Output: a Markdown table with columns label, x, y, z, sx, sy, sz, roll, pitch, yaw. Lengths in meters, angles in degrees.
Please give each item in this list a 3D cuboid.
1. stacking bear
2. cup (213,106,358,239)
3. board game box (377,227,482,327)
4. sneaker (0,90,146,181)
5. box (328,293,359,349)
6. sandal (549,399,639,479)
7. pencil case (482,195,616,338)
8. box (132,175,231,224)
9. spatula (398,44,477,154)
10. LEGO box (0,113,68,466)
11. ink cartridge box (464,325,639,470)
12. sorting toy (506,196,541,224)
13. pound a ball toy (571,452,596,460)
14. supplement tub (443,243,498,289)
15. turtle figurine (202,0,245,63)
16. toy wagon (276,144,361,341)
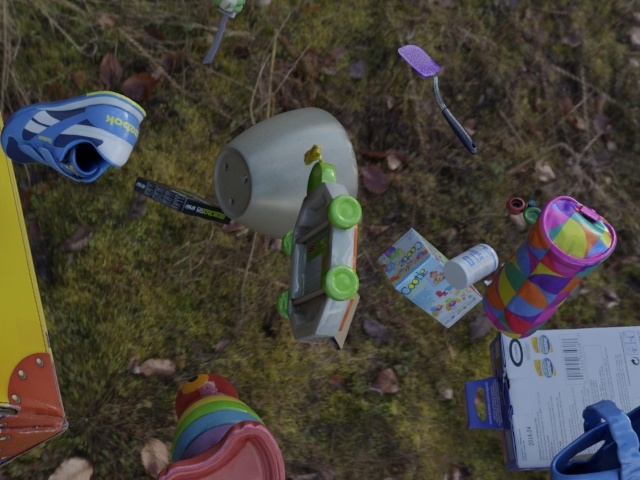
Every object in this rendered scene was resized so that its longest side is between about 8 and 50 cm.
| label | x | y | z | sx | sy | sz | roll | pitch | yaw |
| --- | --- | --- | --- | --- | --- | --- | --- | --- | --- |
| stacking bear | -0.164 | 0.309 | 1.074 | 0.175 | 0.289 | 0.164 | -30 | 113 | -7 |
| cup | -0.110 | -0.143 | 1.599 | 0.237 | 0.331 | 0.331 | -9 | 79 | -38 |
| board game box | 0.321 | 0.113 | 1.996 | 0.144 | 0.142 | 0.275 | -43 | 127 | 13 |
| sneaker | -0.209 | -0.078 | 0.555 | 0.053 | 0.144 | 0.059 | 31 | 56 | -55 |
| box | 0.029 | 0.134 | 1.609 | 0.164 | 0.021 | 0.201 | 59 | 28 | -21 |
| sandal | 0.348 | 0.324 | 0.903 | 0.138 | 0.126 | 0.317 | 30 | 100 | -24 |
| pencil case | 0.288 | 0.041 | 0.885 | 0.104 | 0.236 | 0.104 | 3 | 61 | -6 |
| box | -0.347 | -0.101 | 1.735 | 0.184 | 0.190 | 0.045 | 19 | 94 | -56 |
| spatula | 0.279 | -0.324 | 1.563 | 0.084 | 0.030 | 0.296 | -33 | 93 | -42 |
| LEGO box | -0.433 | -0.065 | 0.510 | 0.193 | 0.372 | 0.500 | -28 | 64 | 11 |
| ink cartridge box | 0.498 | 0.318 | 1.370 | 0.395 | 0.151 | 0.270 | -3 | 68 | 3 |
| sorting toy | 0.517 | -0.070 | 1.720 | 0.061 | 0.042 | 0.102 | -38 | 62 | -18 |
| pound a ball toy | 0.484 | 0.458 | 1.083 | 0.135 | 0.208 | 0.319 | 11 | 68 | -8 |
| supplement tub | 0.328 | 0.056 | 1.484 | 0.107 | 0.071 | 0.071 | -25 | 85 | -33 |
| turtle figurine | -0.094 | -0.409 | 0.895 | 0.198 | 0.266 | 0.275 | -60 | 137 | -28 |
| toy wagon | 0.000 | 0.000 | 1.201 | 0.068 | 0.267 | 0.344 | 9 | 74 | -19 |
